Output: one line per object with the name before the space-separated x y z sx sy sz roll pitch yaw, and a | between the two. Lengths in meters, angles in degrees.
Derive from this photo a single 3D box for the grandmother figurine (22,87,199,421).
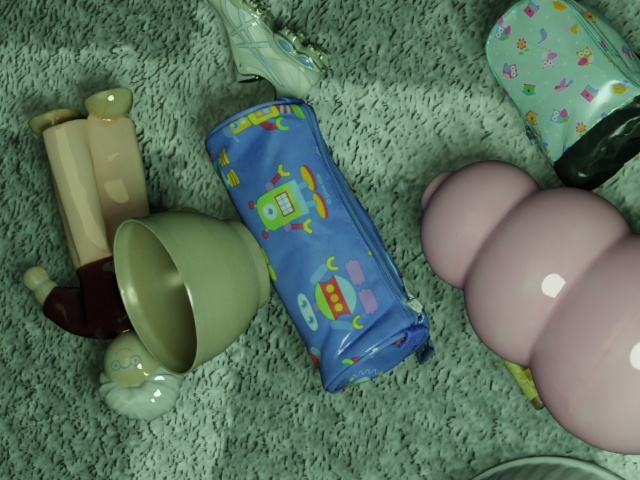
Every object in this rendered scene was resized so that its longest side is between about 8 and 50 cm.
grandmother figurine | -0.221 0.025 1.831 0.207 0.104 0.342 -21 78 26

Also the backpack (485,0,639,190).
backpack | 0.244 -0.156 1.665 0.152 0.115 0.182 -38 73 17

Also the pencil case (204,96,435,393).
pencil case | 0.000 0.000 1.739 0.133 0.119 0.306 -33 77 25

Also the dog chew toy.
dog chew toy | 0.230 0.046 1.616 0.332 0.206 0.207 39 100 22

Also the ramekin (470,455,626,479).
ramekin | 0.205 0.343 1.645 0.272 0.127 0.273 -1 87 20

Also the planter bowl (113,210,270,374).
planter bowl | -0.119 0.039 1.726 0.162 0.109 0.162 37 138 43

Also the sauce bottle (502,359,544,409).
sauce bottle | 0.192 0.104 1.707 0.042 0.042 0.128 -38 78 14

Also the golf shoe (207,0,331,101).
golf shoe | -0.077 -0.208 1.809 0.176 0.069 0.086 42 107 18
